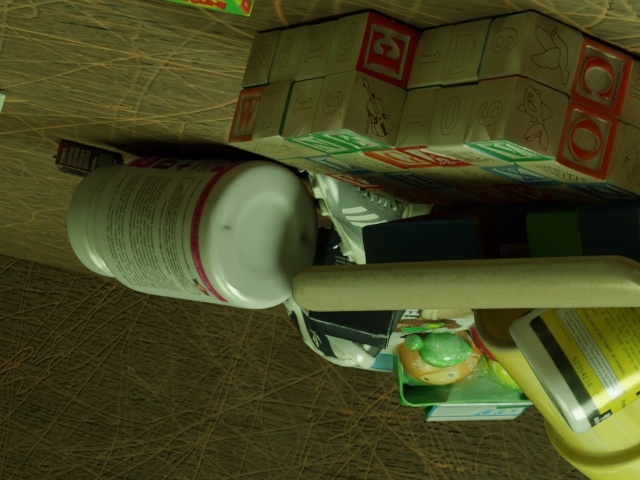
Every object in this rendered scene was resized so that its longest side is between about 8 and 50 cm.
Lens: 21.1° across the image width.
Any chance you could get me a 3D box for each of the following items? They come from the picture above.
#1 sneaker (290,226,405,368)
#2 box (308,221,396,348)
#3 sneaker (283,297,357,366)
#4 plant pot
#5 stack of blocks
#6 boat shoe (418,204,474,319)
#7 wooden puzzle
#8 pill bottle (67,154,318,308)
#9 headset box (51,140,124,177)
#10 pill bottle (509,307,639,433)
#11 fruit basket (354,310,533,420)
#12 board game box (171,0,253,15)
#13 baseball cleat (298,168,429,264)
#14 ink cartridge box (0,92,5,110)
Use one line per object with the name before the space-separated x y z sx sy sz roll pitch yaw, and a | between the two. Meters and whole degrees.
sneaker | 0.000 0.000 2.041 0.296 0.147 0.104 44 -177 14
box | 0.050 0.029 1.887 0.093 0.158 0.156 14 172 3
sneaker | -0.022 0.045 2.149 0.094 0.235 0.153 -31 148 7
plant pot | 0.291 0.097 1.714 0.239 0.254 0.254 37 162 -29
stack of blocks | 0.082 -0.090 1.202 0.171 0.087 0.297 18 172 -29
boat shoe | 0.176 0.028 1.854 0.110 0.122 0.341 8 -178 12
wooden puzzle | 0.200 -0.005 1.294 0.322 0.081 0.347 -4 -177 43
pill bottle | -0.150 -0.015 1.926 0.160 0.160 0.283 21 170 -42
headset box | -0.283 -0.094 2.081 0.083 0.032 0.062 13 173 -2
pill bottle | 0.284 0.070 1.533 0.119 0.208 0.119 58 -178 -3
fruit basket | 0.225 0.134 2.222 0.327 0.165 0.353 0 168 -13
board game box | -0.133 -0.186 1.054 0.181 0.043 0.092 13 173 13
baseball cleat | 0.047 -0.049 1.722 0.109 0.072 0.206 -22 151 4
ink cartridge box | -0.475 -0.168 1.804 0.235 0.056 0.171 24 168 -38
